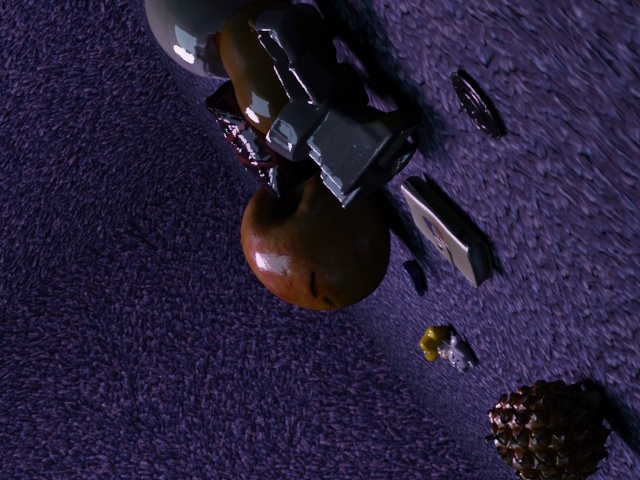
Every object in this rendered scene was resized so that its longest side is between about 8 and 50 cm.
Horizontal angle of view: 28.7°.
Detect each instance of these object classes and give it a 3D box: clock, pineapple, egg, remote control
[{"bbox_3d":[0.157,-0.137,1.271,0.083,0.010,0.074,56,175,-20],"label":"clock"},{"bbox_3d":[0.322,0.238,1.649,0.176,0.137,0.161,-8,-126,-52],"label":"pineapple"},{"bbox_3d":[-0.166,-0.348,1.833,0.217,0.183,0.183,63,180,31],"label":"egg"},{"bbox_3d":[0.174,0.070,2.328,0.043,0.027,0.152,46,174,17],"label":"remote control"}]

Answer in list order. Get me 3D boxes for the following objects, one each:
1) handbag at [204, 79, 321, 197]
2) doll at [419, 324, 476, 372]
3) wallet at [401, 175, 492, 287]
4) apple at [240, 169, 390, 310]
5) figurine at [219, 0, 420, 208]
[{"bbox_3d":[-0.074,-0.193,2.046,0.215,0.169,0.155,54,175,-13],"label":"handbag"},{"bbox_3d":[0.254,0.212,2.399,0.113,0.071,0.135,17,154,50],"label":"doll"},{"bbox_3d":[0.178,-0.013,1.720,0.155,0.039,0.110,49,170,36],"label":"wallet"},{"bbox_3d":[0.000,0.000,2.203,0.264,0.264,0.264,53,174,7],"label":"apple"},{"bbox_3d":[-0.016,-0.190,1.606,0.285,0.167,0.342,44,152,12],"label":"figurine"}]
